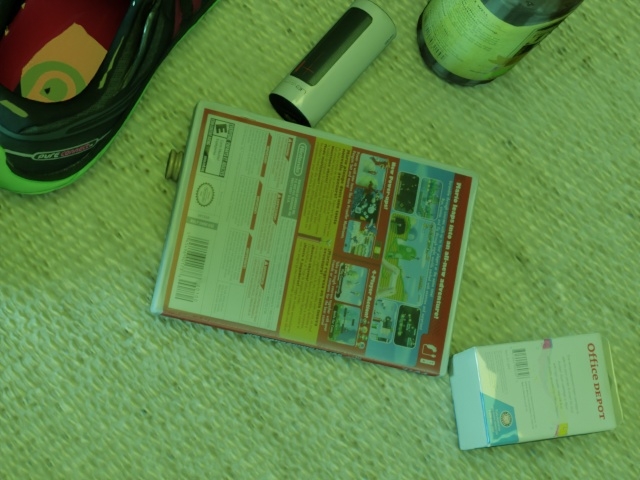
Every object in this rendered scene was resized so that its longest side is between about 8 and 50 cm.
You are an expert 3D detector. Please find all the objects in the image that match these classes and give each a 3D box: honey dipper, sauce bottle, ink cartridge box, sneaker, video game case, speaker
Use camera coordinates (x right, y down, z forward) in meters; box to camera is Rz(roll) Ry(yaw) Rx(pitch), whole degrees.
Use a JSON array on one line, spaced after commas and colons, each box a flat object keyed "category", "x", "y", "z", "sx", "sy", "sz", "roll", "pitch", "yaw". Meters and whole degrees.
[{"category": "honey dipper", "x": -0.066, "y": -0.056, "z": 1.324, "sx": 0.160, "sy": 0.030, "sz": 0.030, "roll": 12, "pitch": 76, "yaw": -10}, {"category": "sauce bottle", "x": 0.179, "y": -0.234, "z": 1.246, "sx": 0.111, "sy": 0.344, "sz": 0.111, "roll": 2, "pitch": 80, "yaw": -11}, {"category": "ink cartridge box", "x": 0.204, "y": 0.141, "z": 1.302, "sx": 0.143, "sy": 0.090, "sz": 0.092, "roll": -5, "pitch": 79, "yaw": -13}, {"category": "sneaker", "x": -0.168, "y": -0.263, "z": 1.258, "sx": 0.185, "sy": 0.202, "sz": 0.483, "roll": 25, "pitch": 75, "yaw": -5}, {"category": "video game case", "x": 0.000, "y": 0.000, "z": 1.308, "sx": 0.285, "sy": 0.025, "sz": 0.204, "roll": 14, "pitch": 78, "yaw": -13}, {"category": "speaker", "x": 0.012, "y": -0.169, "z": 1.350, "sx": 0.055, "sy": 0.055, "sz": 0.136, "roll": 41, "pitch": 75, "yaw": 0}]
